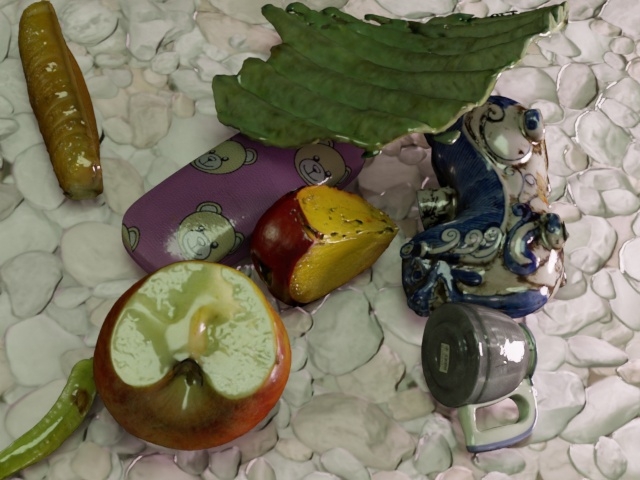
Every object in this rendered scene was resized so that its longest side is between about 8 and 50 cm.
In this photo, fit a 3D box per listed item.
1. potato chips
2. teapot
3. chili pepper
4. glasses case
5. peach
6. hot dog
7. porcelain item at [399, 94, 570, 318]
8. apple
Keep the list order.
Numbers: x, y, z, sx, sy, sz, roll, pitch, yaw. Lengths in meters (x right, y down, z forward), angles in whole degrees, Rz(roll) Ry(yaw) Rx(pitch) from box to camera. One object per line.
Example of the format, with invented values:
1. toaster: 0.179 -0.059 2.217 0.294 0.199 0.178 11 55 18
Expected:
1. potato chips: 0.091 -0.216 1.750 0.389 0.097 0.373 1 30 25
2. teapot: 0.180 0.133 1.576 0.108 0.111 0.149 -1 45 -28
3. chili pepper: -0.276 0.188 1.498 0.049 0.043 0.208 39 56 5
4. glasses case: -0.083 -0.056 1.701 0.123 0.076 0.316 40 56 23
5. peach: -0.004 -0.005 1.641 0.172 0.127 0.092 -28 58 -32
6. hot dog: -0.305 -0.164 1.754 0.068 0.083 0.289 -19 55 0
7. porcelain item: 0.178 -0.034 1.705 0.186 0.138 0.288 -8 56 6
8. apple: -0.127 0.121 1.498 0.195 0.160 0.173 3 48 -5
